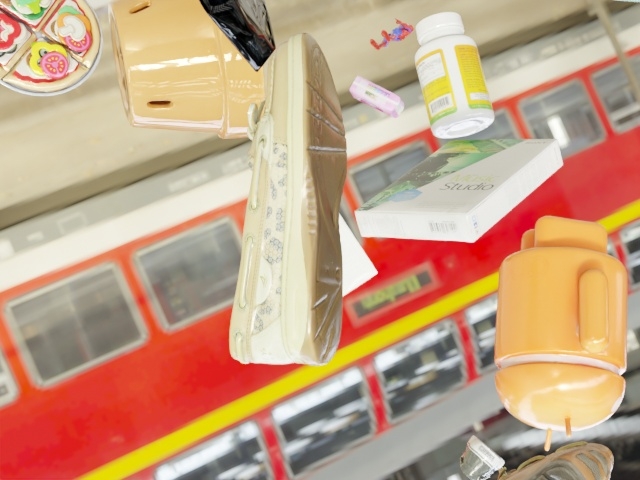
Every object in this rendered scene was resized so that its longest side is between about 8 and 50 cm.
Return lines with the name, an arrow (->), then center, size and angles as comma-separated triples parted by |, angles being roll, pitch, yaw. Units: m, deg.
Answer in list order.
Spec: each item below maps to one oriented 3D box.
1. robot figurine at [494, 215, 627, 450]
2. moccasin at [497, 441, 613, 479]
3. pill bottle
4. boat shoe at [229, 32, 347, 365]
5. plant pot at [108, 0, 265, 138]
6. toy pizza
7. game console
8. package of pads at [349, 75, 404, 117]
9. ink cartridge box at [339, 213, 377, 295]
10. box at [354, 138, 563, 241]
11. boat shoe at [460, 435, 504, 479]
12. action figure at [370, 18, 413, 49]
robot figurine -> 0.234, 0.090, 1.104 | 0.158, 0.219, 0.128 | -12, 154, 42
moccasin -> 0.318, 0.434, 1.845 | 0.147, 0.139, 0.380 | -19, 155, -51
pill bottle -> 0.278, -0.353, 2.418 | 0.136, 0.245, 0.136 | -11, 168, -3
boat shoe -> -0.034, -0.037, 0.959 | 0.089, 0.285, 0.104 | -4, 166, 21
plant pot -> -0.220, -0.296, 1.806 | 0.204, 0.290, 0.291 | -10, 175, -12
toy pizza -> -0.432, -0.318, 1.735 | 0.201, 0.201, 0.032 | -23, 175, -25
game console -> -0.146, -0.430, 1.614 | 0.044, 0.361, 0.213 | -19, 154, 13
package of pads -> 0.090, -0.226, 1.792 | 0.032, 0.083, 0.050 | -61, 165, -3
ink cartridge box -> 0.000, 0.000, 2.028 | 0.109, 0.209, 0.062 | -33, -174, -2
box -> 0.244, -0.093, 1.969 | 0.232, 0.058, 0.322 | 3, -153, 40
boat shoe -> 0.182, 0.254, 1.310 | 0.040, 0.049, 0.142 | -49, 165, -2
action figure -> 0.111, -0.310, 1.694 | 0.038, 0.030, 0.115 | -40, 176, 31
